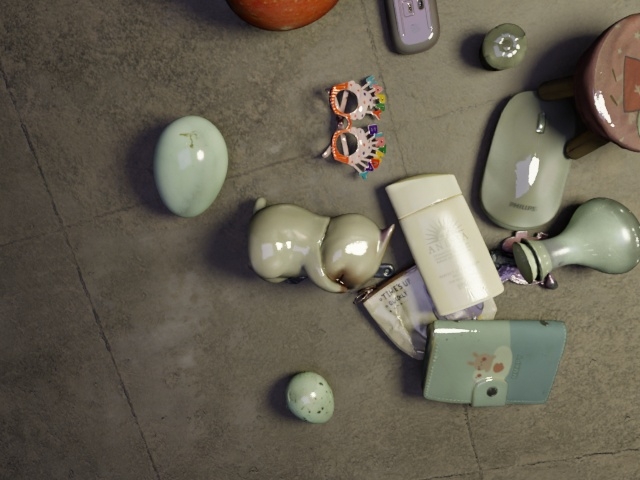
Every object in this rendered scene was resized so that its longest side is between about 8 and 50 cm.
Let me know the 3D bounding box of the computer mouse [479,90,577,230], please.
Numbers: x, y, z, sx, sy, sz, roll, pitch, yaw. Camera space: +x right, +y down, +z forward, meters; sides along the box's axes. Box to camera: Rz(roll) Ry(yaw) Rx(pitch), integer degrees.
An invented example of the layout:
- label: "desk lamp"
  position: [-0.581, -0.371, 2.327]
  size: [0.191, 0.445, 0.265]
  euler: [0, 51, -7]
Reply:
- label: "computer mouse"
  position: [0.497, -0.185, 1.075]
  size: [0.197, 0.095, 0.330]
  euler: [7, 103, 2]

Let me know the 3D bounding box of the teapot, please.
- label: "teapot"
  position: [0.590, 0.012, 1.048]
  size: [0.251, 0.183, 0.183]
  euler: [-19, 99, 7]

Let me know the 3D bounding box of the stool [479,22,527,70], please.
- label: "stool"
  position: [0.410, -0.433, 1.023]
  size: [0.096, 0.110, 0.096]
  euler: [2, 104, 8]

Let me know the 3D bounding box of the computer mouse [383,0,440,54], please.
- label: "computer mouse"
  position: [0.210, -0.557, 1.054]
  size: [0.120, 0.057, 0.232]
  euler: [-11, 102, 11]

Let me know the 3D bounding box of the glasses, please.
- label: "glasses"
  position: [0.087, -0.282, 1.132]
  size: [0.162, 0.095, 0.255]
  euler: [-4, 101, -19]

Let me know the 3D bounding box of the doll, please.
- label: "doll"
  position: [-0.022, 0.021, 1.119]
  size: [0.370, 0.215, 0.226]
  euler: [14, 66, 7]

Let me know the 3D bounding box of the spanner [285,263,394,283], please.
- label: "spanner"
  position: [0.043, 0.084, 1.234]
  size: [0.316, 0.024, 0.087]
  euler: [2, 104, 7]

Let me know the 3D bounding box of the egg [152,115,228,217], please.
- label: "egg"
  position: [-0.332, -0.183, 1.147]
  size: [0.183, 0.183, 0.264]
  euler: [16, 109, 5]

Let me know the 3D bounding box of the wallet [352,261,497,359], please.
- label: "wallet"
  position: [0.289, 0.165, 1.187]
  size: [0.335, 0.068, 0.275]
  euler: [-34, 96, 10]

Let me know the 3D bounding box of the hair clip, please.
- label: "hair clip"
  position: [0.512, 0.047, 1.146]
  size: [0.187, 0.056, 0.146]
  euler: [4, 101, -2]

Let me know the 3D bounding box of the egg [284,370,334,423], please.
- label: "egg"
  position: [-0.028, 0.447, 1.264]
  size: [0.131, 0.131, 0.164]
  euler: [-27, 103, 13]

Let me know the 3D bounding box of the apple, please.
- label: "apple"
  position: [-0.097, -0.627, 0.945]
  size: [0.277, 0.348, 0.348]
  euler: [-15, 99, 6]

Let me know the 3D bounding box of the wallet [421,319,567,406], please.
- label: "wallet"
  position: [0.439, 0.318, 1.159]
  size: [0.360, 0.083, 0.252]
  euler: [1, 109, -4]

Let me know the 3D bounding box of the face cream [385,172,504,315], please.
- label: "face cream"
  position: [0.303, -0.006, 1.110]
  size: [0.174, 0.081, 0.348]
  euler: [-21, 85, 3]

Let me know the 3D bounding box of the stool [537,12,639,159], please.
- label: "stool"
  position: [0.629, -0.310, 0.955]
  size: [0.272, 0.178, 0.272]
  euler: [0, 91, -10]
